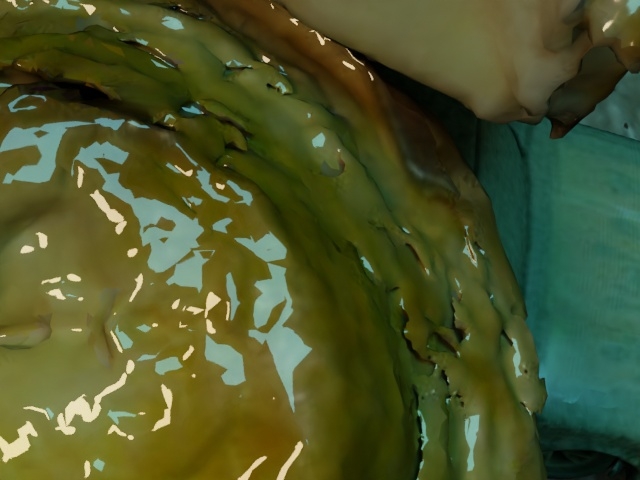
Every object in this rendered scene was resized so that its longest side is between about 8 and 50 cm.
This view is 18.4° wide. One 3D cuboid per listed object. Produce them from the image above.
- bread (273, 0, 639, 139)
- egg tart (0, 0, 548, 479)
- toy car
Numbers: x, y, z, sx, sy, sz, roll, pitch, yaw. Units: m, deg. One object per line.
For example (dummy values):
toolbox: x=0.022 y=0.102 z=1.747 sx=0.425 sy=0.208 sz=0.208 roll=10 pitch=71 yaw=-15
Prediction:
bread: x=0.051 y=-0.280 z=0.631 sx=0.279 sy=0.390 sz=0.371 roll=21 pitch=27 yaw=1
egg tart: x=-0.090 y=0.062 z=0.561 sx=0.341 sy=0.129 sz=0.341 roll=0 pitch=85 yaw=-1
toy car: x=0.000 y=0.000 z=0.694 sx=0.321 sy=0.097 sz=0.141 roll=13 pitch=61 yaw=-11
